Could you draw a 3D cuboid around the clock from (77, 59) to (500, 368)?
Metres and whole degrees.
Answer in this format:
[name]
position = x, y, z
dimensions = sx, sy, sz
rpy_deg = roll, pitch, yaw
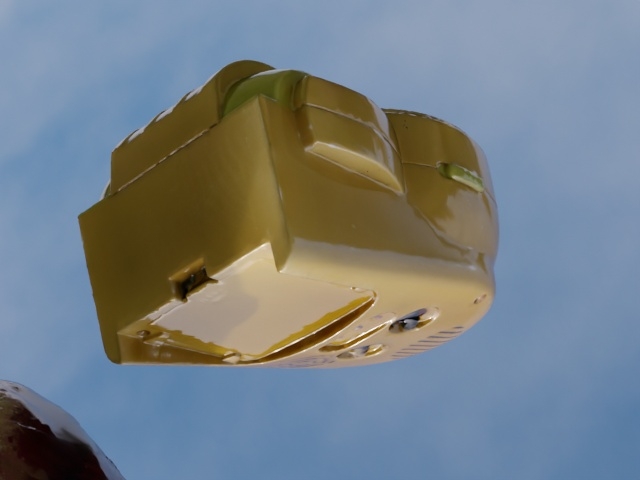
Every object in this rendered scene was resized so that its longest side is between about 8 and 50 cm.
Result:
[clock]
position = 0.000, 0.000, 1.256
dimensions = 0.244, 0.317, 0.200
rpy_deg = -26, -120, 38

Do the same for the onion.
[onion]
position = -0.194, 0.228, 1.179
dimensions = 0.195, 0.272, 0.272
rpy_deg = -9, -144, -10
